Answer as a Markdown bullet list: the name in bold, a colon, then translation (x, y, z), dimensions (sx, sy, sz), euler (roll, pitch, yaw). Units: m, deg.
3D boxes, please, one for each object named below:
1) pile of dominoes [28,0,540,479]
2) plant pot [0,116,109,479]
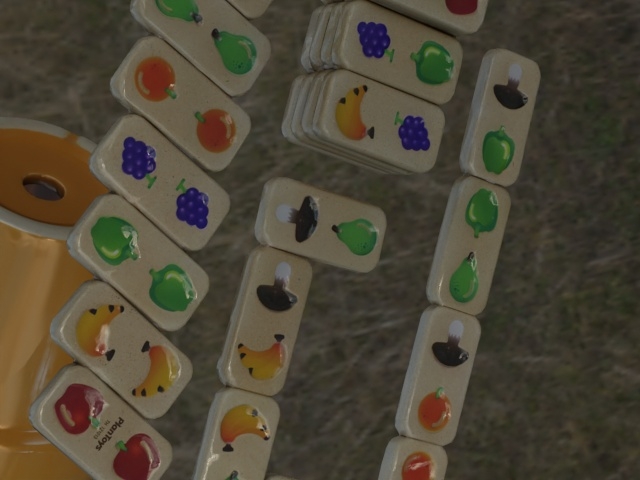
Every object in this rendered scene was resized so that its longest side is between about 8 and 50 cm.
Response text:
- **pile of dominoes**: translation (0.000, 0.000, 0.619), dimensions (0.040, 0.196, 0.251), euler (3, 77, 59)
- **plant pot**: translation (-0.202, 0.033, 0.987), dimensions (0.205, 0.205, 0.188), euler (47, 127, 32)
